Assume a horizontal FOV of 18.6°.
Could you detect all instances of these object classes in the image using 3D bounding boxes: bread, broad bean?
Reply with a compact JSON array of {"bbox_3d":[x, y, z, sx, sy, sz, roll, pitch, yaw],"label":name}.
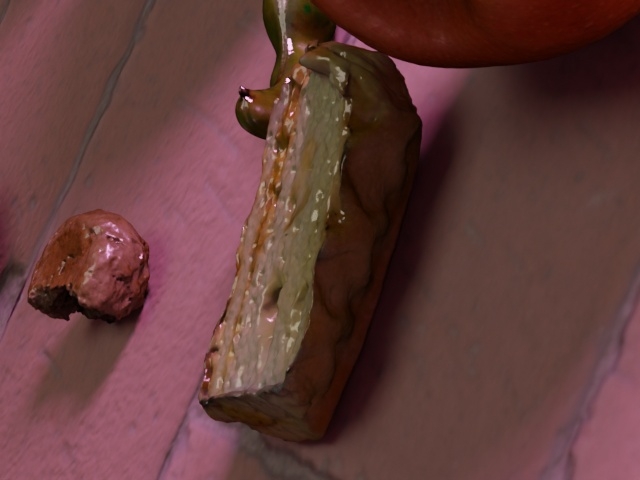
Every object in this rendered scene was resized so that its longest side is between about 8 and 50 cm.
[{"bbox_3d":[-0.162,0.020,1.422,0.113,0.060,0.082,0,67,59],"label":"bread"},{"bbox_3d":[0.000,0.000,1.132,0.128,0.088,0.232,-15,60,67],"label":"bread"},{"bbox_3d":[-0.015,-0.143,1.306,0.048,0.070,0.214,-19,38,32],"label":"broad bean"}]

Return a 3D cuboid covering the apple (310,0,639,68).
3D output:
[{"bbox_3d":[0.079,-0.202,0.982,0.271,0.251,0.206,2,68,48],"label":"apple"}]
